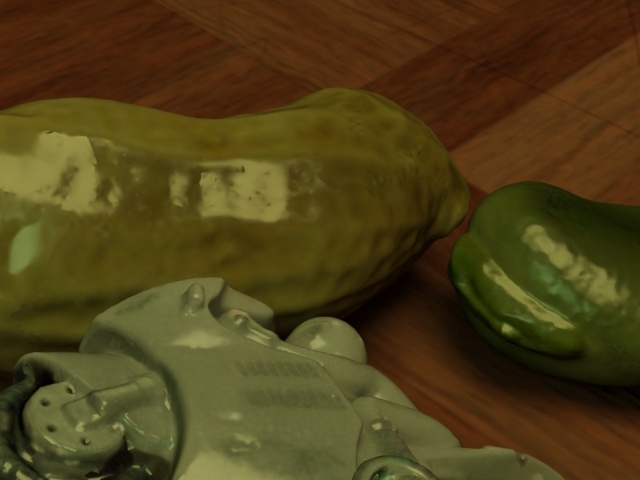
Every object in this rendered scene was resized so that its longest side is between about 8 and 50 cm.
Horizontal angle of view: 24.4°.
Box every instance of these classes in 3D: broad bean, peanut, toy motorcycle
[{"bbox_3d":[0.152,0.022,0.775,0.174,0.082,0.124,6,39,-3],"label":"broad bean"},{"bbox_3d":[-0.063,-0.011,0.731,0.305,0.147,0.147,-6,41,-21],"label":"peanut"},{"bbox_3d":[-0.006,0.089,0.629,0.260,0.110,0.171,19,35,-4],"label":"toy motorcycle"}]
